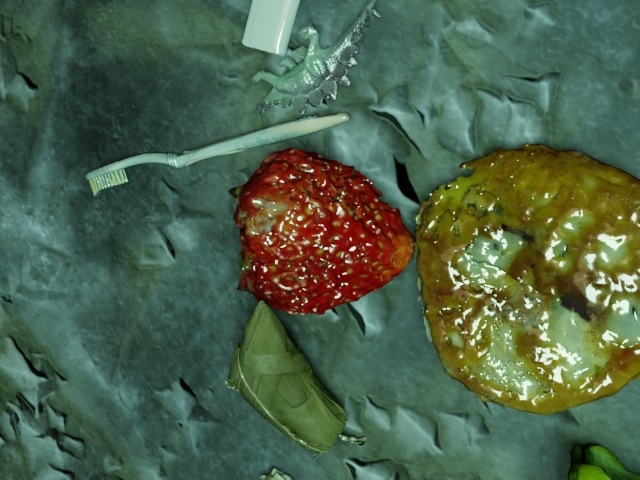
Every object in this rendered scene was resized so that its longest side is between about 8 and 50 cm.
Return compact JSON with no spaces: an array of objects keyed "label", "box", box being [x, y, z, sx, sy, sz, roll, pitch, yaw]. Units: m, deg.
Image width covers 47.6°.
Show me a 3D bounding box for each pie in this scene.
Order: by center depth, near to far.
[{"label":"pie","box":[0.229,0.045,0.753,0.308,0.085,0.308,2,95,24]}]

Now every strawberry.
[{"label":"strawberry","box":[0.000,0.000,0.790,0.202,0.184,0.186,14,105,9]}]

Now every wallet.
[{"label":"wallet","box":[-0.053,-0.284,0.854,0.061,0.025,0.122,22,103,24]}]

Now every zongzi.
[{"label":"zongzi","box":[-0.018,0.165,0.825,0.189,0.081,0.178,39,146,11]}]

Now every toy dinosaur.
[{"label":"toy dinosaur","box":[0.001,-0.204,0.833,0.209,0.039,0.082,-39,85,30]}]

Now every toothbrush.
[{"label":"toothbrush","box":[-0.138,-0.112,0.902,0.375,0.028,0.037,-12,97,21]}]

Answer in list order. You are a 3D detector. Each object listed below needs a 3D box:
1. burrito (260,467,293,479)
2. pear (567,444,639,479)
[{"label":"burrito","box":[-0.015,0.368,0.905,0.185,0.041,0.045,62,152,4]},{"label":"pear","box":[0.355,0.288,0.653,0.256,0.238,0.163,-1,90,22]}]
